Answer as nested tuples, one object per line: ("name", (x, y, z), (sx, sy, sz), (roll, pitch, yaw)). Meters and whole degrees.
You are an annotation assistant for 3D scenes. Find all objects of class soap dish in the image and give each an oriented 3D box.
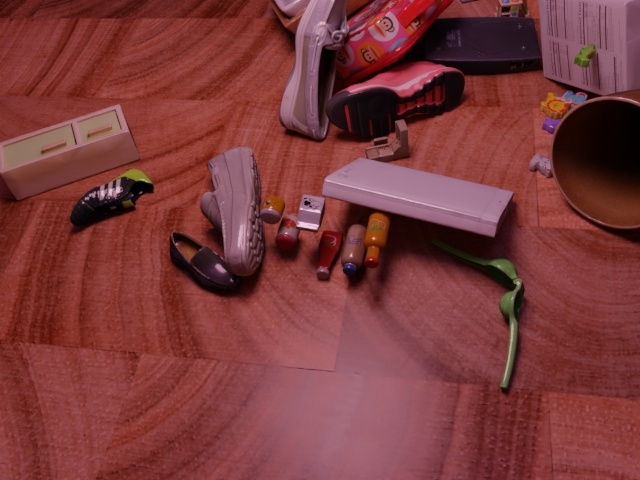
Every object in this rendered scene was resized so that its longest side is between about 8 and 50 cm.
("soap dish", (0.021, -0.620, 1.640), (0.291, 0.118, 0.229), (-34, 40, 8))

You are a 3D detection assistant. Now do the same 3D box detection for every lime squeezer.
("lime squeezer", (0.289, 0.092, 1.129), (0.110, 0.058, 0.310), (-14, 51, -5))

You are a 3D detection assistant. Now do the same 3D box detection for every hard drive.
("hard drive", (0.364, -0.448, 1.560), (0.255, 0.054, 0.172), (1, 51, 6))
("hard drive", (0.183, -0.085, 1.238), (0.308, 0.040, 0.203), (15, 23, 18))

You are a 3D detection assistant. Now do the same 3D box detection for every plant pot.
("plant pot", (0.587, -0.175, 1.224), (0.254, 0.237, 0.237), (-28, 51, -35))

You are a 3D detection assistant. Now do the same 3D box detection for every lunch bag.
("lunch bag", (0.162, -0.483, 1.495), (0.258, 0.120, 0.293), (-17, 29, 54))

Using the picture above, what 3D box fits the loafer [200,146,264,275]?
("loafer", (-0.169, -0.054, 1.280), (0.112, 0.112, 0.319), (-12, 43, 4))

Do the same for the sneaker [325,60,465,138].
("sneaker", (0.147, -0.312, 1.460), (0.314, 0.115, 0.136), (-17, 39, -16))

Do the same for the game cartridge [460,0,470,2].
("game cartridge", (0.376, -0.640, 1.742), (0.056, 0.017, 0.083), (-14, 51, 0))

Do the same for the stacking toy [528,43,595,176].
("stacking toy", (0.477, -0.249, 1.311), (0.052, 0.167, 0.221), (26, 58, 25))

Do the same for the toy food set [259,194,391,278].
("toy food set", (0.000, 0.000, 1.202), (0.232, 0.111, 0.104), (11, 53, 6))

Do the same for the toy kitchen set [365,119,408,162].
("toy kitchen set", (0.130, -0.210, 1.384), (0.083, 0.075, 0.068), (-12, 49, -2))

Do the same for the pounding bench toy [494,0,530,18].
("pounding bench toy", (0.468, -0.563, 1.635), (0.083, 0.065, 0.052), (-7, 50, 1))

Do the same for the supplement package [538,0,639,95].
("supplement package", (0.605, -0.426, 1.368), (0.199, 0.198, 0.262), (-22, 30, -11))

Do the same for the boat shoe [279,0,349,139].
("boat shoe", (0.004, -0.371, 1.404), (0.103, 0.320, 0.118), (25, 21, 18))

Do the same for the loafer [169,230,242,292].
("loafer", (-0.215, 0.039, 1.233), (0.170, 0.061, 0.062), (26, 57, 25))

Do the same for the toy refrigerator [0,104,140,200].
("toy refrigerator", (-0.536, -0.192, 1.442), (0.270, 0.094, 0.102), (-20, 51, -10))

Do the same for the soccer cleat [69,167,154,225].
("soccer cleat", (-0.418, -0.082, 1.361), (0.072, 0.060, 0.179), (35, 60, 28))
